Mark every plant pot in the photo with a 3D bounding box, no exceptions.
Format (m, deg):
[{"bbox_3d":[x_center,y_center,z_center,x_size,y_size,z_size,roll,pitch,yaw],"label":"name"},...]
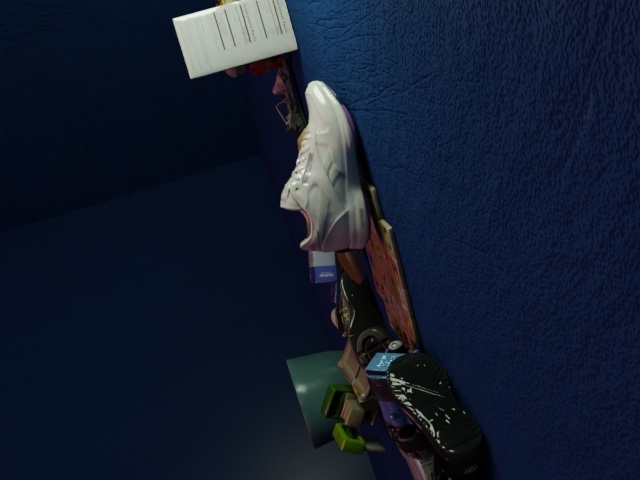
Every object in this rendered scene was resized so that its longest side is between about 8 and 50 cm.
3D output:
[{"bbox_3d":[0.045,0.482,2.396,0.293,0.235,0.293,162,90,-84],"label":"plant pot"}]

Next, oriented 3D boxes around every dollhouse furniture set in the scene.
[{"bbox_3d":[0.136,0.362,1.907,0.197,0.151,0.301,-133,57,-64],"label":"dollhouse furniture set"}]

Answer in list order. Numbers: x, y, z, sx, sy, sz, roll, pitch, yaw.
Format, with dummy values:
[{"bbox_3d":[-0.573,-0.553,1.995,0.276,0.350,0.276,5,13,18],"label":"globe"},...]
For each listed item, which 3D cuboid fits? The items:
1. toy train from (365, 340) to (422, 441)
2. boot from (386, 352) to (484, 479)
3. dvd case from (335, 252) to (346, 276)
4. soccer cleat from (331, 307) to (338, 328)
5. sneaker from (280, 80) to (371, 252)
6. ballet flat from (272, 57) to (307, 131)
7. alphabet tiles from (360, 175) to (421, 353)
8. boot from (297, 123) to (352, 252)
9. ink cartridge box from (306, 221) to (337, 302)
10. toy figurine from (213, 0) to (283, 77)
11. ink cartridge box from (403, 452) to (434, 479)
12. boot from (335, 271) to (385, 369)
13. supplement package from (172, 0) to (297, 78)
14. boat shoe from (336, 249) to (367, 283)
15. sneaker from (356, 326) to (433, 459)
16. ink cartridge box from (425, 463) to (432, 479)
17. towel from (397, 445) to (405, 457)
[{"bbox_3d":[0.143,0.269,1.332,0.105,0.080,0.184,-42,-57,-48],"label":"toy train"},{"bbox_3d":[0.185,0.324,1.198,0.246,0.094,0.207,-126,22,-55],"label":"boot"},{"bbox_3d":[0.068,0.071,1.989,0.221,0.018,0.164,80,172,-59],"label":"dvd case"},{"bbox_3d":[0.083,0.235,2.150,0.196,0.068,0.076,-129,25,-56],"label":"soccer cleat"},{"bbox_3d":[-0.004,-0.126,1.315,0.114,0.152,0.305,154,106,-85],"label":"sneaker"},{"bbox_3d":[-0.086,-0.361,1.900,0.070,0.070,0.188,-130,23,-76],"label":"ballet flat"},{"bbox_3d":[0.118,0.044,1.420,0.285,0.011,0.342,-124,17,-70],"label":"alphabet tiles"},{"bbox_3d":[0.003,-0.136,1.546,0.236,0.089,0.269,80,175,-55],"label":"boot"},{"bbox_3d":[0.000,0.000,1.864,0.186,0.065,0.311,145,120,-85],"label":"ink cartridge box"},{"bbox_3d":[-0.186,-0.513,1.852,0.213,0.148,0.209,-117,18,-64],"label":"toy figurine"},{"bbox_3d":[0.212,0.474,1.682,0.224,0.045,0.223,78,172,-49],"label":"ink cartridge box"},{"bbox_3d":[0.090,0.207,1.773,0.178,0.085,0.236,100,160,-64],"label":"boot"},{"bbox_3d":[-0.190,-0.456,1.680,0.139,0.244,0.133,-124,17,-74],"label":"supplement package"},{"bbox_3d":[0.062,0.010,1.634,0.170,0.059,0.063,62,160,1],"label":"boat shoe"},{"bbox_3d":[0.164,0.288,1.462,0.106,0.101,0.267,11,-125,-68],"label":"sneaker"},{"bbox_3d":[0.258,0.526,1.339,0.235,0.056,0.171,-111,6,-61],"label":"ink cartridge box"},{"bbox_3d":[0.202,0.493,1.947,0.110,0.027,0.148,98,154,-76],"label":"towel"}]
